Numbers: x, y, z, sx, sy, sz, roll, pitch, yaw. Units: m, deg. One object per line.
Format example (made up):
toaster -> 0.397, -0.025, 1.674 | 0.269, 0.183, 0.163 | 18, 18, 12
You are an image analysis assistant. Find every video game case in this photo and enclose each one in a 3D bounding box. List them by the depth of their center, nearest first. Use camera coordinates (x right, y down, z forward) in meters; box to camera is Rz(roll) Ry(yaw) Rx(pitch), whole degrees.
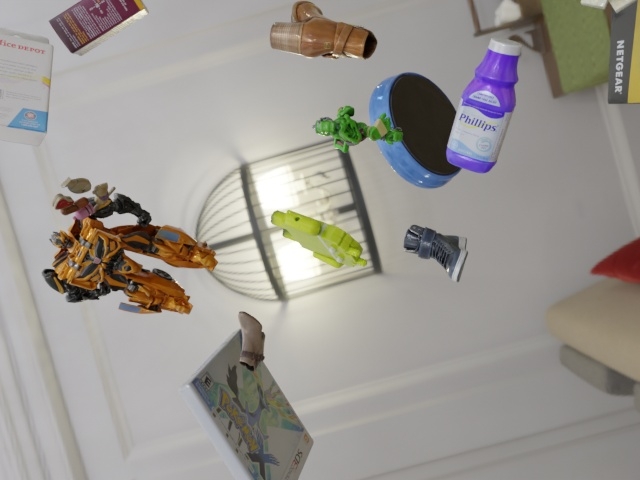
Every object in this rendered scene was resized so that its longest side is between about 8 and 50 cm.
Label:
video game case -> -0.142, 0.380, 1.302 | 0.329, 0.036, 0.300 | 58, -163, -5

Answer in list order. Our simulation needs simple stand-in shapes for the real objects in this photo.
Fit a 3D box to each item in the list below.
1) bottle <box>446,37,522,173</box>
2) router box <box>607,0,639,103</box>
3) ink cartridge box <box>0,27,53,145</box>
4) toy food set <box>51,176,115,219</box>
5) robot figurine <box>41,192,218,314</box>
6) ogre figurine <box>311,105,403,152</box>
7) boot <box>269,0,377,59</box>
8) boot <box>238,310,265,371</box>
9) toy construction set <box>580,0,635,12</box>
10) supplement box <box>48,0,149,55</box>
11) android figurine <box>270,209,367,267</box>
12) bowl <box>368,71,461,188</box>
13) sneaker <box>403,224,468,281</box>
bottle -> 0.364, -0.293, 1.338 | 0.092, 0.118, 0.283 | -40, -32, -53
router box -> 0.589, -0.373, 0.954 | 0.243, 0.081, 0.309 | 13, 110, 53
ink cartridge box -> -0.428, -0.216, 0.851 | 0.090, 0.092, 0.143 | -10, 76, 60
toy food set -> -0.359, -0.059, 0.926 | 0.019, 0.078, 0.122 | 48, -167, 10
robot figurine -> -0.332, 0.037, 1.082 | 0.291, 0.211, 0.085 | 21, -169, -47
ogre figurine -> 0.065, -0.236, 1.306 | 0.118, 0.197, 0.097 | 19, 126, 56
boot -> 0.028, -0.489, 1.429 | 0.283, 0.220, 0.109 | -57, -25, -62
boot -> -0.148, 0.213, 1.263 | 0.118, 0.042, 0.087 | 56, -140, -41
toy construction set -> 0.359, -0.442, 0.765 | 0.215, 0.151, 0.327 | 50, -172, 24
supplement box -> -0.479, -0.488, 1.335 | 0.081, 0.188, 0.104 | 58, 179, -17
android figurine -> 0.000, 0.000, 1.615 | 0.056, 0.272, 0.248 | -60, -28, -13
bowl -> 0.323, -0.359, 1.958 | 0.077, 0.391, 0.391 | -26, 75, 47
sneaker -> 0.291, 0.031, 1.571 | 0.226, 0.163, 0.086 | -57, -18, -70
